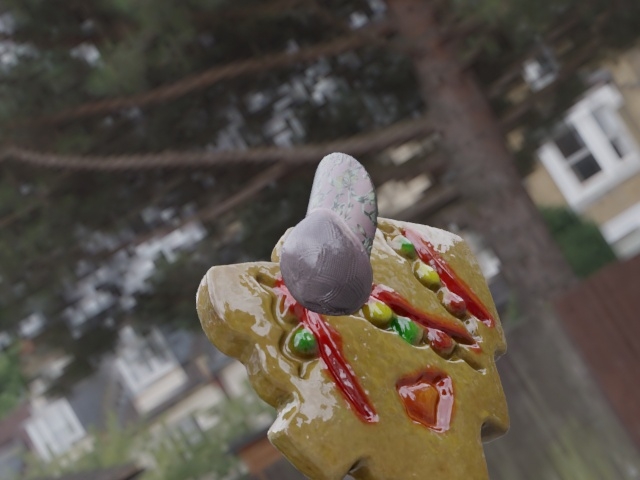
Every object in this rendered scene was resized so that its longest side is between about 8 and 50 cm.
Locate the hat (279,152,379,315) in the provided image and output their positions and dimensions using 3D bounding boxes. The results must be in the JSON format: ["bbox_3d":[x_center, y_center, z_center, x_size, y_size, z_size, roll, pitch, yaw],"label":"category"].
[{"bbox_3d":[-0.002,-0.003,0.967,0.042,0.087,0.058,0,-12,-33],"label":"hat"}]

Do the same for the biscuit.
[{"bbox_3d":[0.041,0.058,1.094,0.041,0.212,0.238,-50,0,41],"label":"biscuit"}]
